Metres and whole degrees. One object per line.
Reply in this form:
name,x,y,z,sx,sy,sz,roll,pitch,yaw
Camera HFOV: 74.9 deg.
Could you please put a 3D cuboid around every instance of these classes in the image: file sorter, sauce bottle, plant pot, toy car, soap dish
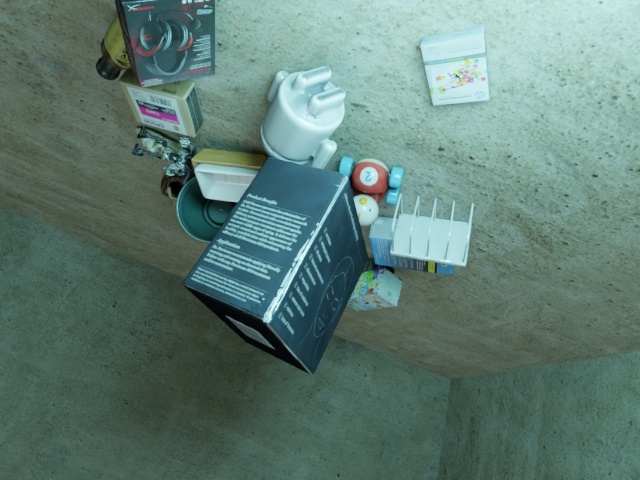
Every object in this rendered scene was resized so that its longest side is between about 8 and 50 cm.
file sorter,0.411,-0.047,1.539,0.277,0.193,0.173,10,149,17
sauce bottle,-0.579,-0.583,1.241,0.111,0.111,0.344,36,150,-31
plant pot,-0.458,-0.137,1.853,0.293,0.293,0.196,18,180,1
toy car,0.156,-0.141,1.464,0.219,0.238,0.210,13,153,10
soap dish,-0.337,-0.253,1.650,0.290,0.118,0.229,7,153,0

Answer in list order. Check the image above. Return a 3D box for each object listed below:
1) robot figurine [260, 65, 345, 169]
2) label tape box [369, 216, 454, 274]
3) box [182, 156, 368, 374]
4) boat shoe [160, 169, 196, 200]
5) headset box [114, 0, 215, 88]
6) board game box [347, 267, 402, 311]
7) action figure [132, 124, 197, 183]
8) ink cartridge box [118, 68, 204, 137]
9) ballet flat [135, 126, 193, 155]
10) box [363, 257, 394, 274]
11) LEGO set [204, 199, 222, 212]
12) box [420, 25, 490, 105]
robot figurine,-0.060,-0.351,1.244,0.300,0.199,0.353,61,150,6
label tape box,0.396,0.024,1.768,0.347,0.115,0.249,6,151,17
box,-0.091,0.089,1.315,0.297,0.472,0.480,19,154,25
boat shoe,-0.661,-0.244,1.905,0.123,0.123,0.342,35,148,-30
headset box,-0.394,-0.536,1.088,0.218,0.110,0.293,-20,163,-22
board game box,0.245,0.246,2.065,0.144,0.142,0.275,34,148,-28
action figure,-0.555,-0.319,1.583,0.275,0.164,0.141,20,175,-31
ink cartridge box,-0.539,-0.474,1.441,0.234,0.088,0.193,15,152,4
ballet flat,-0.642,-0.380,1.687,0.248,0.086,0.086,20,153,-3
box,0.262,0.165,2.147,0.147,0.078,0.180,36,148,-30
LEGO set,-0.495,-0.158,2.005,0.227,0.093,0.087,-3,-165,-15
box,0.339,-0.426,1.040,0.145,0.038,0.186,4,151,27
